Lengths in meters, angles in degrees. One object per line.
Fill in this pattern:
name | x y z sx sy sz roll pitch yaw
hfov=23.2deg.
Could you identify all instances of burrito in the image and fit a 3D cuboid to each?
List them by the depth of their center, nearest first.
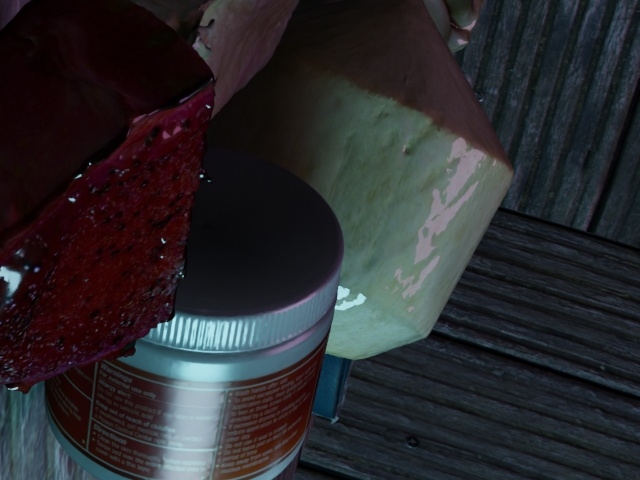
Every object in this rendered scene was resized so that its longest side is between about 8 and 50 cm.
burrito | -0.085 -0.157 1.111 0.175 0.107 0.347 -58 -177 43

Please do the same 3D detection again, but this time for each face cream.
face cream | -0.094 0.060 1.126 0.201 0.201 0.187 -64 169 -52

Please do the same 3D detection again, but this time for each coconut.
coconut | 0.016 -0.068 1.324 0.329 0.329 0.328 17 90 -83

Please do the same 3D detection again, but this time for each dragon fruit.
dragon fruit | -0.143 -0.023 0.816 0.261 0.163 0.189 103 -22 -58

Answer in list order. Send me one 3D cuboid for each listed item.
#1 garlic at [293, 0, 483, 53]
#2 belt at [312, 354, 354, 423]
garlic | 0.081 -0.288 1.562 0.231 0.246 0.340 -59 -173 -27
belt | 0.001 -0.001 1.893 0.300 0.173 0.436 -60 166 -75
